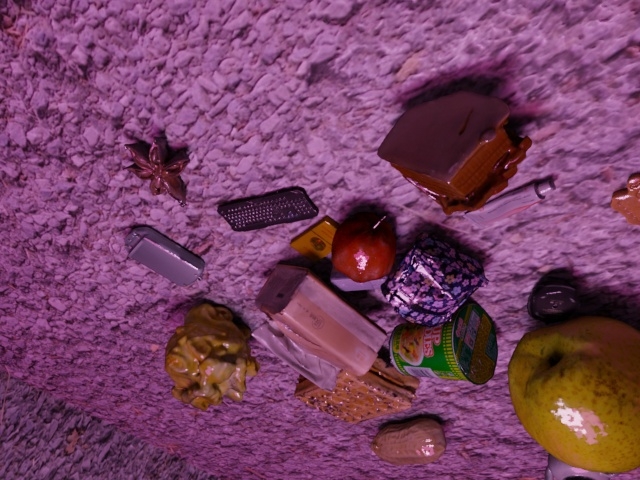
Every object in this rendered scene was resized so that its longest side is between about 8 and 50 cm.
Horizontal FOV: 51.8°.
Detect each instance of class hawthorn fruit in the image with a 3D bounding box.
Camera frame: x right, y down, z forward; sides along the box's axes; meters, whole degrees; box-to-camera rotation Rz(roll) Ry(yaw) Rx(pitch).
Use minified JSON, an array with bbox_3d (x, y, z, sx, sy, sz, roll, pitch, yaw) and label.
[{"bbox_3d":[0.108,0.004,1.511,0.157,0.157,0.194,21,133,-3],"label":"hawthorn fruit"}]

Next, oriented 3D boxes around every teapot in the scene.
[{"bbox_3d":[0.816,0.711,2.070,0.193,0.129,0.294,36,138,-21],"label":"teapot"}]

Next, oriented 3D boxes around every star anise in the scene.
[{"bbox_3d":[-0.386,-0.177,1.566,0.172,0.063,0.208,23,144,1],"label":"star anise"}]

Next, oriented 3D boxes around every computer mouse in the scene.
[{"bbox_3d":[0.550,0.139,1.561,0.106,0.062,0.192,7,151,10],"label":"computer mouse"}]

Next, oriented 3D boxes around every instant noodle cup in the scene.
[{"bbox_3d":[0.313,0.283,1.731,0.233,0.207,0.207,-15,130,43],"label":"instant noodle cup"}]

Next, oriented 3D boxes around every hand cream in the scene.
[{"bbox_3d":[0.403,-0.075,1.395,0.216,0.038,0.052,-27,99,48],"label":"hand cream"}]

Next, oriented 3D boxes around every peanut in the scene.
[{"bbox_3d":[0.301,0.687,2.240,0.152,0.152,0.313,39,136,-23],"label":"peanut"}]

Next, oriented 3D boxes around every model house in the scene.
[{"bbox_3d":[0.269,-0.161,1.258,0.220,0.199,0.229,41,-175,36],"label":"model house"}]

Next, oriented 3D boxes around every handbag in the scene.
[{"bbox_3d":[0.262,0.104,1.553,0.229,0.126,0.208,24,124,-27],"label":"handbag"}]

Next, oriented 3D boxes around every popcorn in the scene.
[{"bbox_3d":[-0.328,0.363,1.986,0.312,0.312,0.312,11,140,9],"label":"popcorn"}]

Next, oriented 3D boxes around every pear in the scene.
[{"bbox_3d":[0.620,0.347,1.529,0.391,0.391,0.391,11,140,9],"label":"pear"}]

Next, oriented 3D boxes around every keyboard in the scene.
[{"bbox_3d":[-0.133,-0.072,1.619,0.262,0.016,0.106,-10,133,31],"label":"keyboard"}]

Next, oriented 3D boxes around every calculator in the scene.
[{"bbox_3d":[-0.437,0.051,1.859,0.246,0.045,0.141,33,139,-18],"label":"calculator"}]

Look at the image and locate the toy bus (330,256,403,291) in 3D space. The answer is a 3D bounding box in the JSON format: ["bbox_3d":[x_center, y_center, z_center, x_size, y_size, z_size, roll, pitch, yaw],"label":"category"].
[{"bbox_3d":[0.118,0.084,1.655,0.191,0.075,0.064,-6,134,28],"label":"toy bus"}]

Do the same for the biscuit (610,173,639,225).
[{"bbox_3d":[0.662,-0.088,1.279,0.184,0.027,0.133,-21,125,39],"label":"biscuit"}]

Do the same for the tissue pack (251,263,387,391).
[{"bbox_3d":[-0.022,0.237,1.735,0.305,0.238,0.239,40,136,-23],"label":"tissue pack"}]

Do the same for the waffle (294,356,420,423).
[{"bbox_3d":[0.105,0.455,2.041,0.261,0.114,0.376,27,147,-15],"label":"waffle"}]

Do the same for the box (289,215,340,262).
[{"bbox_3d":[0.000,0.000,1.647,0.087,0.023,0.155,34,139,-22],"label":"box"}]
